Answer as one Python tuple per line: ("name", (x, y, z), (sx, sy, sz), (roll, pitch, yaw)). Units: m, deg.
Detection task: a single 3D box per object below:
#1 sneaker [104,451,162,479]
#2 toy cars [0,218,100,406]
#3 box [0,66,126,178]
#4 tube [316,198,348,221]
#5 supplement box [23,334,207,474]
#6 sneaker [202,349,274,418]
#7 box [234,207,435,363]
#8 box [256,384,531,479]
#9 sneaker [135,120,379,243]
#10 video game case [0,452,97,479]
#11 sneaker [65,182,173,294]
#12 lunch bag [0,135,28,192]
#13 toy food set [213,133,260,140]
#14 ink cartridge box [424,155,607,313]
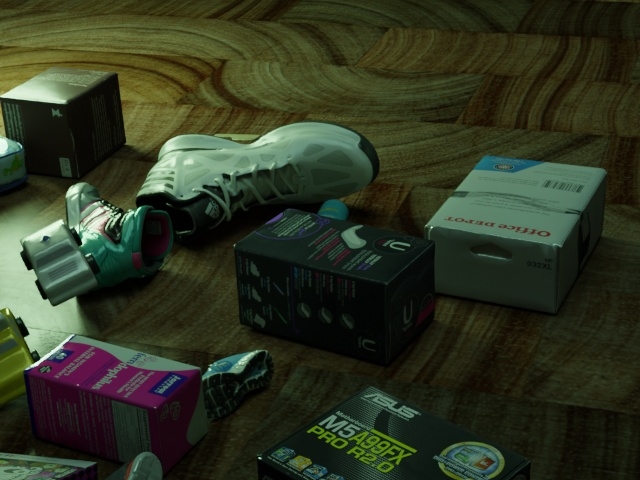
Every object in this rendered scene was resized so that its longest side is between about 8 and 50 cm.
("sneaker", (-0.257, 0.326, 1.522), (0.065, 0.061, 0.158), (-19, 14, 34))
("toy cars", (-0.451, 0.084, 1.873), (0.176, 0.087, 0.393), (-2, 41, 20))
("box", (-0.533, -0.251, 2.560), (0.167, 0.168, 0.203), (9, 28, 20))
("tube", (0.000, 0.000, 2.140), (0.080, 0.052, 0.207), (-7, 29, 21))
("supplement box", (-0.276, 0.219, 1.656), (0.220, 0.114, 0.111), (12, 29, 24))
("sneaker", (-0.142, 0.206, 1.745), (0.073, 0.063, 0.162), (-2, 16, 45))
("box", (0.023, 0.066, 1.889), (0.270, 0.143, 0.165), (13, 30, 29))
("box", (0.088, 0.293, 1.521), (0.270, 0.060, 0.216), (22, 36, 40))
("sneaker", (-0.126, -0.080, 2.226), (0.448, 0.169, 0.257), (-2, 34, 20))
("video game case", (-0.416, 0.301, 1.479), (0.210, 0.041, 0.232), (1, 3, 20))
("sneaker", (-0.347, -0.022, 2.125), (0.178, 0.123, 0.295), (-10, 35, -3))
("lunch bag", (-0.713, -0.153, 2.473), (0.219, 0.090, 0.176), (21, 34, 39))
("toy food set", (-0.214, -0.159, 2.499), (0.132, 0.038, 0.192), (6, 32, 33))
("ink cartridge box", (0.329, -0.018, 2.038), (0.223, 0.129, 0.307), (9, 29, 23))
